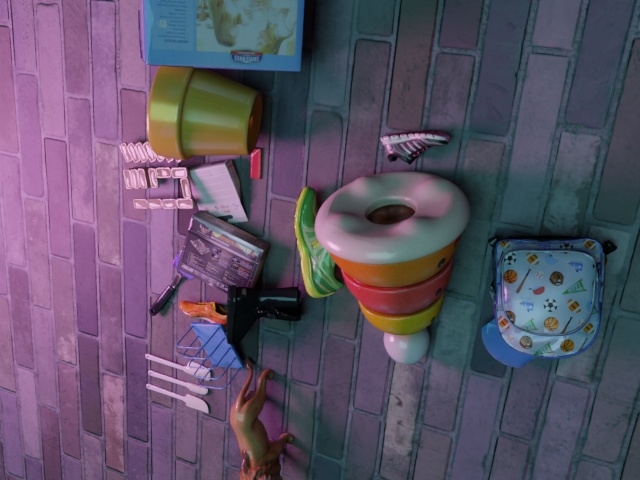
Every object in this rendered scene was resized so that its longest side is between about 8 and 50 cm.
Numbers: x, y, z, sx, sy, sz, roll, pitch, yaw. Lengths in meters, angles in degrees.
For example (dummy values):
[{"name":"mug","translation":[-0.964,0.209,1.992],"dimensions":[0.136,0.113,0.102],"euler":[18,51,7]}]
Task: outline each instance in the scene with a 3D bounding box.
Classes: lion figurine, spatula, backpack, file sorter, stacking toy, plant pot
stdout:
[{"name":"lion figurine","translation":[-0.190,0.562,1.837],"dimensions":[0.142,0.240,0.393],"euler":[-20,97,28]},{"name":"spatula","translation":[-0.459,0.448,2.050],"dimensions":[0.241,0.019,0.168],"euler":[14,117,20]},{"name":"backpack","translation":[0.498,0.125,1.398],"dimensions":[0.276,0.213,0.264],"euler":[0,96,24]},{"name":"file sorter","translation":[-0.325,0.338,1.871],"dimensions":[0.118,0.104,0.170],"euler":[-2,124,33]},{"name":"stacking toy","translation":[0.195,0.103,1.541],"dimensions":[0.350,0.351,0.480],"euler":[3,126,23]},{"name":"spatula","translation":[-0.442,0.130,1.932],"dimensions":[0.084,0.030,0.296],"euler":[42,117,4]},{"name":"plant pot","translation":[-0.279,-0.318,1.612],"dimensions":[0.238,0.254,0.254],"euler":[11,111,5]}]

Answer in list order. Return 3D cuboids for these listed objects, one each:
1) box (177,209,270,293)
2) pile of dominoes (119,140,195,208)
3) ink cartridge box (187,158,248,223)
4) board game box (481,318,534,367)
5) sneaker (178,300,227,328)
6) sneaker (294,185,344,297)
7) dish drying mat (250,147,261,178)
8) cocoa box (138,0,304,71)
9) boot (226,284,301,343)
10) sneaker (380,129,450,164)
[{"name":"box","translation":[-0.277,0.045,1.807],"dimensions":[0.230,0.056,0.183],"euler":[25,114,8]},{"name":"pile of dominoes","translation":[-0.459,-0.189,1.817],"dimensions":[0.251,0.040,0.196],"euler":[2,107,31]},{"name":"ink cartridge box","translation":[-0.284,-0.132,1.786],"dimensions":[0.145,0.045,0.179],"euler":[-6,121,25]},{"name":"board game box","translation":[0.481,0.227,1.551],"dimensions":[0.133,0.033,0.168],"euler":[49,118,5]},{"name":"sneaker","translation":[-0.336,0.205,1.897],"dimensions":[0.175,0.064,0.068],"euler":[16,108,8]},{"name":"sneaker","translation":[0.000,0.000,1.670],"dimensions":[0.123,0.109,0.296],"euler":[-9,101,3]},{"name":"dish drying mat","translation":[-0.174,-0.208,1.720],"dimensions":[0.032,0.008,0.083],"euler":[11,110,19]},{"name":"cocoa box","translation":[-0.227,-0.507,1.434],"dimensions":[0.346,0.228,0.232],"euler":[-2,109,-18]},{"name":"boot","translation":[-0.157,0.212,1.775],"dimensions":[0.207,0.094,0.247],"euler":[4,139,-6]},{"name":"sneaker","translation":[0.226,-0.219,1.511],"dimensions":[0.170,0.063,0.075],"euler":[-1,106,29]}]
